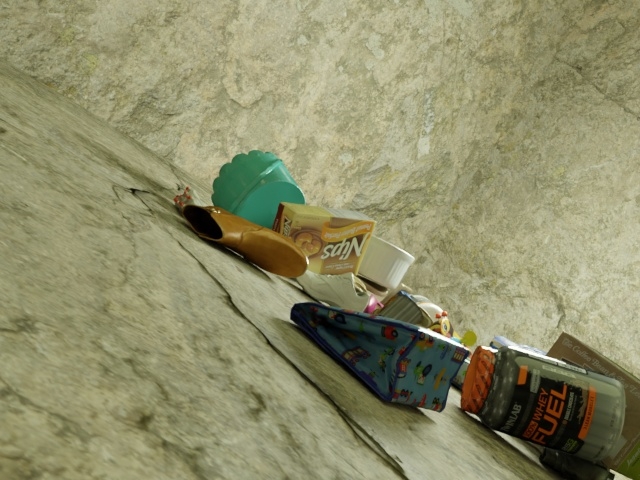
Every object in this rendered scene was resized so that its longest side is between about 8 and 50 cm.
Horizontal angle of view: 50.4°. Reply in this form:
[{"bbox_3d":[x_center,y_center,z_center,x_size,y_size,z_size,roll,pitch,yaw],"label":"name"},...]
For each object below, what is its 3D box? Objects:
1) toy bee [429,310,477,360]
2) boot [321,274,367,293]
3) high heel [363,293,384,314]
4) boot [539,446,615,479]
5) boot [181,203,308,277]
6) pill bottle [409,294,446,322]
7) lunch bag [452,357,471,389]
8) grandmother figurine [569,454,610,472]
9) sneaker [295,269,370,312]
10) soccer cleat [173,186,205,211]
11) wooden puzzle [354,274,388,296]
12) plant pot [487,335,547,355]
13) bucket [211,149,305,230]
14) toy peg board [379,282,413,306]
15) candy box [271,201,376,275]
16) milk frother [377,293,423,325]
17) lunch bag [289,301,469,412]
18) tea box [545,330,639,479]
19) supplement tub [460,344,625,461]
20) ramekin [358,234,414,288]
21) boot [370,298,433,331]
[{"bbox_3d":[0.433,0.327,2.303,0.195,0.162,0.298,-5,-43,25],"label":"toy bee"},{"bbox_3d":[0.082,0.158,2.107,0.262,0.095,0.203,31,3,-36],"label":"boot"},{"bbox_3d":[0.182,0.240,2.205,0.117,0.082,0.244,40,-3,8],"label":"high heel"},{"bbox_3d":[0.591,0.542,1.601,0.161,0.083,0.246,23,-3,18],"label":"boot"},{"bbox_3d":[-0.186,0.005,1.648,0.295,0.104,0.211,29,6,17],"label":"boot"},{"bbox_3d":[0.381,0.299,2.646,0.162,0.162,0.278,34,1,-8],"label":"pill bottle"},{"bbox_3d":[0.420,0.389,2.066,0.176,0.090,0.219,33,2,0],"label":"lunch bag"},{"bbox_3d":[0.635,0.544,1.847,0.342,0.104,0.208,37,21,3],"label":"grandmother figurine"},{"bbox_3d":[0.034,0.123,1.859,0.232,0.115,0.090,33,2,-11],"label":"sneaker"},{"bbox_3d":[-0.345,-0.092,1.815,0.076,0.068,0.196,49,-3,-21],"label":"soccer cleat"},{"bbox_3d":[0.017,0.105,2.360,0.348,0.080,0.322,27,-2,-32],"label":"wooden puzzle"},{"bbox_3d":[0.616,0.440,2.121,0.212,0.236,0.236,26,3,-11],"label":"plant pot"},{"bbox_3d":[-0.194,-0.129,2.158,0.281,0.281,0.183,32,11,-45],"label":"bucket"},{"bbox_3d":[0.278,0.246,2.486,0.079,0.161,0.161,51,8,20],"label":"toy peg board"},{"bbox_3d":[0.000,0.000,1.981,0.316,0.183,0.087,5,22,-41],"label":"candy box"},{"bbox_3d":[0.146,0.195,1.623,0.143,0.135,0.129,38,-27,27],"label":"milk frother"},{"bbox_3d":[0.093,0.191,1.288,0.293,0.138,0.221,23,-2,38],"label":"lunch bag"},{"bbox_3d":[0.783,0.455,1.828,0.323,0.220,0.329,31,7,-35],"label":"tea box"},{"bbox_3d":[0.518,0.375,1.611,0.338,0.207,0.207,16,0,6],"label":"supplement tub"},{"bbox_3d":[0.174,0.061,2.362,0.277,0.135,0.277,26,-1,1],"label":"ramekin"},{"bbox_3d":[0.270,0.254,1.992,0.236,0.089,0.269,21,-15,-6],"label":"boot"}]
